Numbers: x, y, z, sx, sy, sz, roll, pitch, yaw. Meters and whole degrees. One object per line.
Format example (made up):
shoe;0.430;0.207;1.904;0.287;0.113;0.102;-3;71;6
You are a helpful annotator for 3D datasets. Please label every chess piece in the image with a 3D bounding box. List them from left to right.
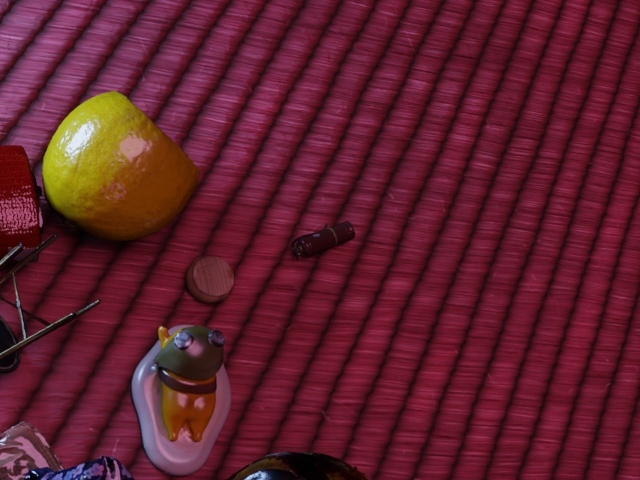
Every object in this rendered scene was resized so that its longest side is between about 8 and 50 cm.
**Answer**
chess piece;-0.186;0.065;1.933;0.084;0.038;0.083;11;61;-20

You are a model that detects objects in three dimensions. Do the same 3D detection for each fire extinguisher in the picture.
fire extinguisher;0.000;0.000;2.047;0.132;0.039;0.056;-21;45;-30

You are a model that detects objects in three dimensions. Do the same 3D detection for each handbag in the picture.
handbag;-0.320;0.409;1.616;0.228;0.208;0.127;56;42;-13

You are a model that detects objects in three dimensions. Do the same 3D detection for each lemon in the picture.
lemon;-0.332;-0.104;1.832;0.240;0.240;0.219;44;84;-1

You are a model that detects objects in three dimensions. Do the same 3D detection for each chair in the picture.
chair;-0.506;0.138;1.700;0.326;0.170;0.160;-37;90;11

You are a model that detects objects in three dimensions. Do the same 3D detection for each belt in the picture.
belt;-0.496;-0.055;1.790;0.124;0.128;0.201;-5;69;-25

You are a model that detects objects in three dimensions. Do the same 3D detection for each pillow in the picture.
pillow;-0.477;0.363;1.669;0.211;0.034;0.135;-33;83;-34

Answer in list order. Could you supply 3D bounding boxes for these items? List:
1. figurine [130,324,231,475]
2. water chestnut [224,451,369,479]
figurine;-0.198;0.231;1.793;0.167;0.141;0.250;5;66;-24
water chestnut;-0.021;0.479;1.704;0.335;0.347;0.335;-1;83;11
